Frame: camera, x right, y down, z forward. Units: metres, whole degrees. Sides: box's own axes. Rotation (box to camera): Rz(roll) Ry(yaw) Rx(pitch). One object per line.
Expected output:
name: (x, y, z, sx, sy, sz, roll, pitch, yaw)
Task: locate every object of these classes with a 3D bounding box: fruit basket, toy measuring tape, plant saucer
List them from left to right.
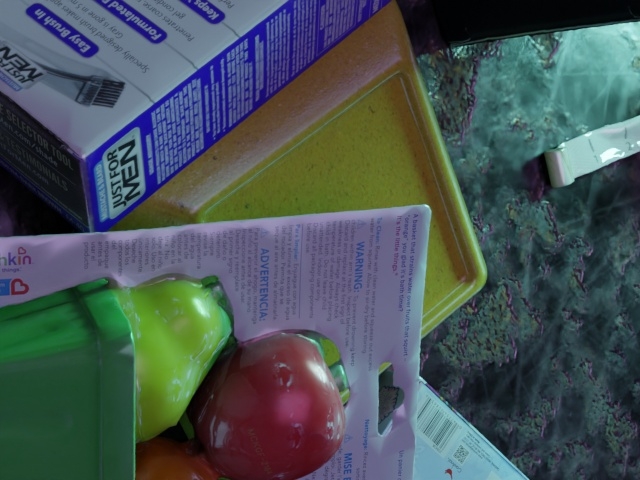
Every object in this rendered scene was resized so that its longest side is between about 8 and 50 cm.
fruit basket: (-0.094, 0.134, 1.135, 0.353, 0.165, 0.327, -8, 112, -25)
plant saucer: (0.000, 0.000, 1.255, 0.332, 0.081, 0.333, -37, 124, -24)
toy measuring tape: (0.376, -0.116, 1.486, 0.330, 0.121, 0.121, -20, 101, -24)

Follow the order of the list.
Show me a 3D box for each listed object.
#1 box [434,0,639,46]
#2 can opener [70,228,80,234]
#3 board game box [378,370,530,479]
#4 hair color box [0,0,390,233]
box: (0.317, -0.332, 1.355, 0.395, 0.293, 0.212, -23, 103, -27)
can opener: (-0.095, -0.078, 1.265, 0.283, 0.076, 0.095, -34, 140, -25)
board game box: (0.086, 0.336, 1.368, 0.318, 0.066, 0.318, 44, 71, -23)
hair color box: (-0.113, -0.175, 1.154, 0.185, 0.110, 0.339, 38, 60, 22)
